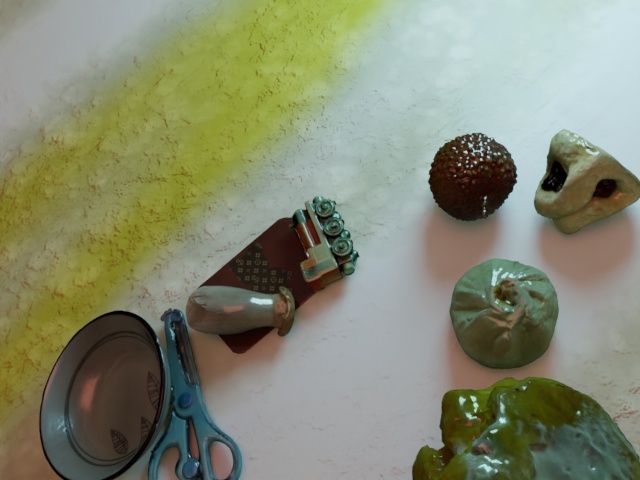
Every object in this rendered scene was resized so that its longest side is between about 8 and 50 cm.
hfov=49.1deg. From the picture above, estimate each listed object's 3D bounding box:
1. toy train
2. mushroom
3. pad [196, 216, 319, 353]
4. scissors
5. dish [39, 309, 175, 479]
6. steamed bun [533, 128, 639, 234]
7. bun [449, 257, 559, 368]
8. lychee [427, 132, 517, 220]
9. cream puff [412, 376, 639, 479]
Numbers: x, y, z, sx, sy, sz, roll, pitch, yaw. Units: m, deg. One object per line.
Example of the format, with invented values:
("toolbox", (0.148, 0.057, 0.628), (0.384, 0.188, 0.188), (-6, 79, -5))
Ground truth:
("toy train", (0.000, 0.000, 1.365), (0.118, 0.074, 0.176), (-24, 65, 0))
("mushroom", (-0.152, 0.132, 1.332), (0.212, 0.088, 0.097), (-4, 34, 5))
("pad", (-0.113, 0.084, 1.394), (0.267, 0.004, 0.181), (-41, 65, -7))
("scissors", (-0.253, 0.310, 1.309), (0.180, 0.032, 0.393), (-18, 64, 6))
("dish", (-0.371, 0.291, 1.288), (0.316, 0.106, 0.317), (-13, 63, 27))
("steamed bun", (0.466, -0.093, 1.269), (0.155, 0.172, 0.141), (-53, 23, 14))
("bun", (0.317, 0.124, 1.216), (0.195, 0.118, 0.196), (-4, 69, 10))
("lychee", (0.285, -0.113, 1.302), (0.165, 0.165, 0.197), (-25, 48, 1))
("cream puff", (0.288, 0.390, 1.039), (0.378, 0.276, 0.378), (13, 47, -14))
